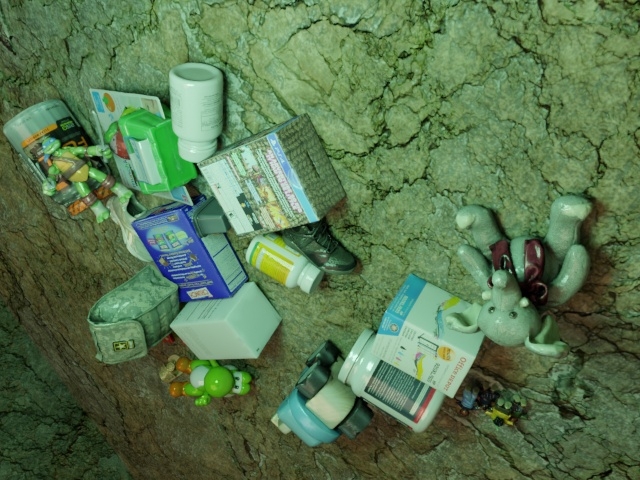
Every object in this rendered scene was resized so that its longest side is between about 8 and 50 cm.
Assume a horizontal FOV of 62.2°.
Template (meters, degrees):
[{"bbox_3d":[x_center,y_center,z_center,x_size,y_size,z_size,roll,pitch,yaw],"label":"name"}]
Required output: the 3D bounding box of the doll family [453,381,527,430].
[{"bbox_3d":[0.456,0.450,1.432,0.193,0.076,0.111,24,136,25],"label":"doll family"}]

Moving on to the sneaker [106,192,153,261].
[{"bbox_3d":[-0.616,-0.044,1.802,0.121,0.099,0.262,-18,110,37],"label":"sneaker"}]

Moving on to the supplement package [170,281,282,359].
[{"bbox_3d":[-0.309,0.268,1.741,0.293,0.175,0.177,-11,123,39],"label":"supplement package"}]

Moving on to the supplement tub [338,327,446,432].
[{"bbox_3d":[0.206,0.381,1.466,0.272,0.191,0.191,29,133,14],"label":"supplement tub"}]

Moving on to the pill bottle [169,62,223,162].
[{"bbox_3d":[-0.317,-0.324,1.365,0.131,0.131,0.229,25,132,18],"label":"pill bottle"}]

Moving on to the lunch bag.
[{"bbox_3d":[-0.607,0.259,1.727,0.169,0.287,0.235,34,141,20],"label":"lunch bag"}]

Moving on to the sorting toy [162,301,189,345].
[{"bbox_3d":[-0.562,0.277,1.995,0.257,0.089,0.255,1,121,35],"label":"sorting toy"}]

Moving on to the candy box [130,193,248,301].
[{"bbox_3d":[-0.415,0.034,1.698,0.268,0.122,0.317,-9,114,38],"label":"candy box"}]

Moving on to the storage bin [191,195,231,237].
[{"bbox_3d":[-0.292,-0.064,1.542,0.091,0.135,0.098,0,121,24],"label":"storage bin"}]

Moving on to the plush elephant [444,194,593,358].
[{"bbox_3d":[0.396,0.100,1.087,0.272,0.255,0.330,3,122,33],"label":"plush elephant"}]

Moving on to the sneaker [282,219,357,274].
[{"bbox_3d":[0.000,0.000,1.405,0.227,0.087,0.130,34,145,17],"label":"sneaker"}]

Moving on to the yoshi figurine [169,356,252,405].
[{"bbox_3d":[-0.432,0.524,2.016,0.362,0.203,0.203,-6,110,34],"label":"yoshi figurine"}]

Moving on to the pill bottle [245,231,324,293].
[{"bbox_3d":[-0.096,0.062,1.499,0.208,0.117,0.117,29,133,13],"label":"pill bottle"}]

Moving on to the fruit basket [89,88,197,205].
[{"bbox_3d":[-0.531,-0.266,1.536,0.353,0.165,0.327,13,127,31],"label":"fruit basket"}]

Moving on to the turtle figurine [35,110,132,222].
[{"bbox_3d":[-0.678,-0.182,1.522,0.275,0.198,0.266,-10,133,39],"label":"turtle figurine"}]

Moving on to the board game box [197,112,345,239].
[{"bbox_3d":[-0.126,-0.155,1.347,0.291,0.141,0.232,-11,114,39],"label":"board game box"}]

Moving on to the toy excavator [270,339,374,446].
[{"bbox_3d":[-0.044,0.537,1.706,0.222,0.433,0.445,44,107,0],"label":"toy excavator"}]

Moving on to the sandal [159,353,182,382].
[{"bbox_3d":[-0.657,0.574,2.281,0.088,0.079,0.240,43,135,1],"label":"sandal"}]

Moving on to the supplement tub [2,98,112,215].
[{"bbox_3d":[-0.827,-0.262,1.710,0.207,0.207,0.338,-18,110,41],"label":"supplement tub"}]

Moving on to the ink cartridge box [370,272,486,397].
[{"bbox_3d":[0.277,0.236,1.329,0.233,0.168,0.171,26,131,16],"label":"ink cartridge box"}]
